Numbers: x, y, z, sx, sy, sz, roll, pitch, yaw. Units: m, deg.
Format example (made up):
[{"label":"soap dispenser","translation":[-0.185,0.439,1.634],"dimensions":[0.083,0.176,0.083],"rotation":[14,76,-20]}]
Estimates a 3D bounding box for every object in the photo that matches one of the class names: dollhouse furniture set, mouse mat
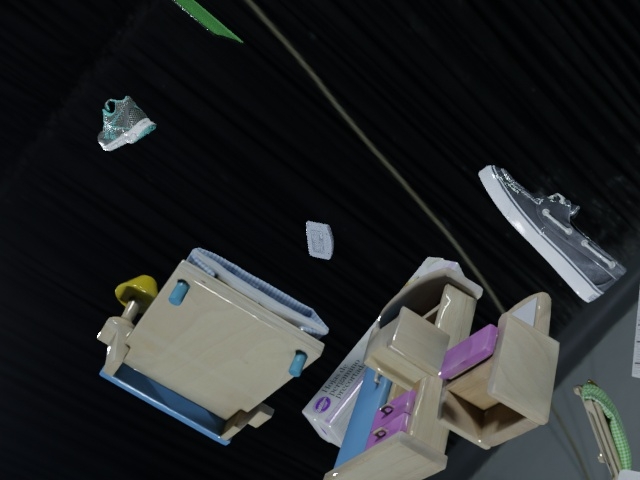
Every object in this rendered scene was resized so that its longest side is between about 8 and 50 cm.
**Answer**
[{"label":"dollhouse furniture set","translation":[0.562,0.378,1.185],"dimensions":[0.151,0.301,0.197],"rotation":[-19,-7,13]},{"label":"mouse mat","translation":[-0.189,-0.342,1.016],"dimensions":[0.007,0.153,0.189],"rotation":[-50,1,13]},{"label":"dollhouse furniture set","translation":[-0.006,0.048,0.609],"dimensions":[0.286,0.303,0.198],"rotation":[-49,14,47]}]

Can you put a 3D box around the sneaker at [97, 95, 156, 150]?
[{"label":"sneaker","translation":[-0.336,-0.200,1.163],"dimensions":[0.166,0.076,0.065],"rotation":[-6,31,50]}]

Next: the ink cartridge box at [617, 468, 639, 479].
[{"label":"ink cartridge box","translation":[0.380,0.394,0.697],"dimensions":[0.197,0.114,0.272],"rotation":[-17,45,62]}]

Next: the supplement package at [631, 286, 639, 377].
[{"label":"supplement package","translation":[0.783,0.168,1.421],"dimensions":[0.198,0.199,0.262],"rotation":[70,-152,-82]}]

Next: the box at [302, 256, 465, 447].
[{"label":"box","translation":[0.104,0.156,1.023],"dimensions":[0.063,0.067,0.324],"rotation":[11,51,49]}]

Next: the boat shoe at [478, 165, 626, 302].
[{"label":"boat shoe","translation":[0.409,-0.035,1.229],"dimensions":[0.102,0.301,0.108],"rotation":[-45,-17,21]}]

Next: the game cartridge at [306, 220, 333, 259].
[{"label":"game cartridge","translation":[0.000,0.000,1.444],"dimensions":[0.056,0.083,0.017],"rotation":[14,39,25]}]
